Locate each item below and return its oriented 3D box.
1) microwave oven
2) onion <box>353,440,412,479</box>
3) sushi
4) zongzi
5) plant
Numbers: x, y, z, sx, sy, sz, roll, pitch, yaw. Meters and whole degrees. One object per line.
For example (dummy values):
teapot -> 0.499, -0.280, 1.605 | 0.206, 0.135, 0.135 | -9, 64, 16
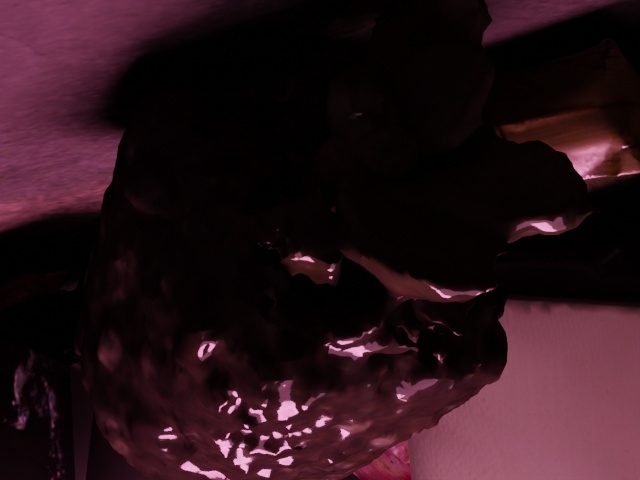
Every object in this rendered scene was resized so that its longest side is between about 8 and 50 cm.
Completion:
microwave oven -> 0.278, 0.072, 1.307 | 0.333, 0.247, 0.394 | 4, -162, 30
onion -> 0.187, 0.197, 2.109 | 0.347, 0.285, 0.347 | -21, 176, -2
sushi -> -0.174, 0.116, 1.476 | 0.212, 0.215, 0.227 | 18, -150, 33
zongzi -> 0.131, -0.062, 1.241 | 0.205, 0.094, 0.204 | -12, 178, 25
plant -> 0.000, 0.000, 1.055 | 0.213, 0.215, 0.312 | -6, 155, -27
